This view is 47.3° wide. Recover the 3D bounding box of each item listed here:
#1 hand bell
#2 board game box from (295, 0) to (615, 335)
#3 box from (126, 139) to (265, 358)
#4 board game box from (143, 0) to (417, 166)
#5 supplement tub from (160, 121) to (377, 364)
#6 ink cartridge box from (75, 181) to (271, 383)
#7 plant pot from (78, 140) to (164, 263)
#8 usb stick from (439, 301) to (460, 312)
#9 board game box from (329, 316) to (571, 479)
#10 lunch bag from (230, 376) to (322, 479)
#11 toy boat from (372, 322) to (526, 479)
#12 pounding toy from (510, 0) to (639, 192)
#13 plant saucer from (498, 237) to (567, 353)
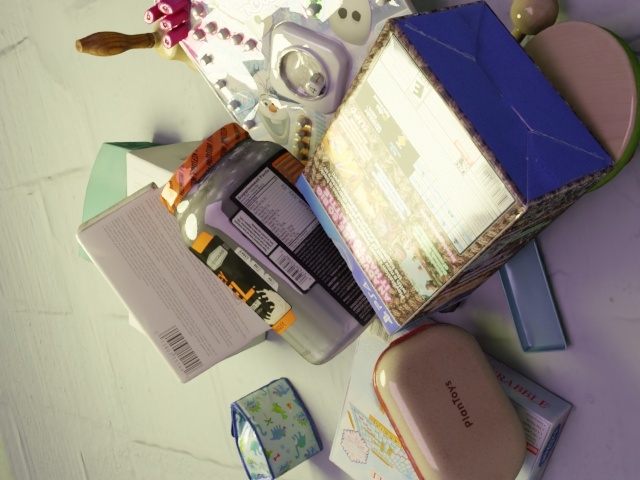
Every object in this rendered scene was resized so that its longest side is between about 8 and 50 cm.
[{"bbox_3d":[-0.295,-0.332,1.218,0.126,0.242,0.126,18,116,41],"label":"hand bell"},{"bbox_3d":[0.128,-0.071,0.816,0.232,0.141,0.291,58,147,16],"label":"board game box"},{"bbox_3d":[-0.218,0.019,1.316,0.215,0.168,0.345,25,119,37],"label":"box"},{"bbox_3d":[-0.025,-0.228,1.008,0.390,0.050,0.390,-12,121,46],"label":"board game box"},{"bbox_3d":[-0.053,0.000,0.999,0.316,0.193,0.193,44,133,1],"label":"supplement tub"},{"bbox_3d":[-0.186,0.038,1.147,0.296,0.261,0.066,60,178,-20],"label":"ink cartridge box"},{"bbox_3d":[-0.360,-0.072,1.435,0.165,0.165,0.234,17,109,40],"label":"plant pot"},{"bbox_3d":[0.182,-0.013,0.965,0.077,0.045,0.278,22,130,11],"label":"usb stick"},{"bbox_3d":[0.173,0.292,1.094,0.318,0.066,0.318,32,124,33],"label":"board game box"},{"bbox_3d":[-0.089,0.340,1.326,0.096,0.129,0.151,-19,91,46],"label":"lunch bag"},{"bbox_3d":[0.159,0.231,0.963,0.231,0.151,0.151,63,164,10],"label":"toy boat"},{"bbox_3d":[0.287,-0.157,0.816,0.237,0.110,0.183,58,139,40],"label":"pounding toy"},{"bbox_3d":[0.268,0.053,0.954,0.067,0.018,0.192,-15,92,46],"label":"plant saucer"}]
